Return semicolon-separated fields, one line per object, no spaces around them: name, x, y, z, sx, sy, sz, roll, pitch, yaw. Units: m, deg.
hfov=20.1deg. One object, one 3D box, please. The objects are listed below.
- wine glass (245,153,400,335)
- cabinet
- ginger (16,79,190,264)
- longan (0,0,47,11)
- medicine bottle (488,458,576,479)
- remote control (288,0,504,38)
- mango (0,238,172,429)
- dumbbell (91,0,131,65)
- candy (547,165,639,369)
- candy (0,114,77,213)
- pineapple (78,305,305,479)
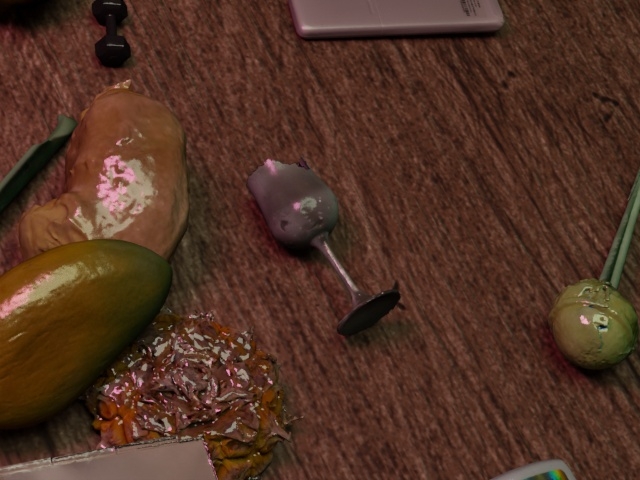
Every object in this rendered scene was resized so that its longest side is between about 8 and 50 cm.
wine glass;0.000;0.000;1.872;0.079;0.079;0.195;-22;67;-30
cabinet;-0.194;0.274;1.574;0.206;0.145;0.150;-8;59;-24
ginger;-0.203;-0.046;1.798;0.152;0.138;0.267;26;53;-12
longan;-0.339;-0.330;1.944;0.155;0.145;0.176;-6;80;-43
medicine bottle;0.232;0.327;1.718;0.121;0.083;0.229;-14;63;-29
remote control;0.090;-0.267;2.123;0.261;0.029;0.067;-4;58;-18
mango;-0.250;0.077;1.670;0.237;0.091;0.137;-46;123;-11
dumbbell;-0.230;-0.231;1.983;0.036;0.040;0.083;-15;56;10
candy;0.328;0.014;1.983;0.093;0.092;0.335;-1;38;27
candy;-0.349;0.006;1.756;0.119;0.119;0.440;31;44;4
pineapple;-0.124;0.146;1.732;0.225;0.076;0.225;10;55;-14
